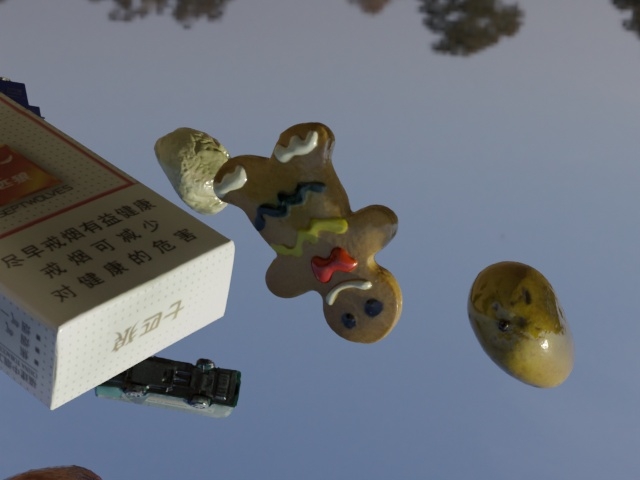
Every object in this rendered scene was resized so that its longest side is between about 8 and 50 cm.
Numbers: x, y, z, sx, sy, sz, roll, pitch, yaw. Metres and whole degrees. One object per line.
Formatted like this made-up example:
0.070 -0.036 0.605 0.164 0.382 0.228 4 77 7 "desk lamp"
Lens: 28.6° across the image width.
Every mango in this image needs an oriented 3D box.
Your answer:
0.245 0.102 1.482 0.098 0.137 0.195 -26 141 24 "mango"

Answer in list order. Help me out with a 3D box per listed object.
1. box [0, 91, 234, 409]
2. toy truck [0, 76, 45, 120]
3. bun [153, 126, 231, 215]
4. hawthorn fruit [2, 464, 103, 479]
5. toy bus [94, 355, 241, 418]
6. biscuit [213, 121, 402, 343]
-0.269 -0.007 1.137 0.330 0.095 0.210 33 -142 26 "box"
-0.472 -0.162 1.601 0.213 0.177 0.161 7 148 -37 "toy truck"
-0.138 -0.085 1.441 0.069 0.115 0.115 -34 -165 6 "bun"
-0.339 0.374 1.537 0.205 0.205 0.253 11 172 22 "hawthorn fruit"
-0.279 0.260 2.286 0.261 0.091 0.109 13 152 -7 "toy bus"
0.000 0.000 1.276 0.158 0.240 0.035 -32 -176 23 "biscuit"
